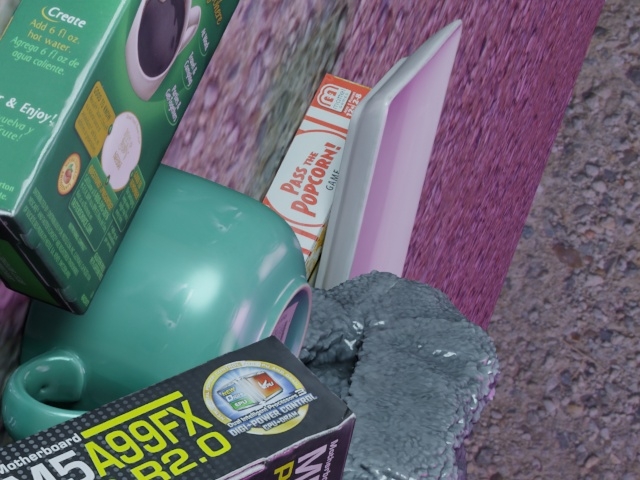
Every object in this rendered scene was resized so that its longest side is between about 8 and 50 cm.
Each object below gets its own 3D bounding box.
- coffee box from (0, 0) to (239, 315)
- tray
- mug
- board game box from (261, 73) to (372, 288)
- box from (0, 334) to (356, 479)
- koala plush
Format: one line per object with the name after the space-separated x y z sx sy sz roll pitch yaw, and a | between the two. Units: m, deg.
-0.079 -0.073 0.581 0.113 0.040 0.184 77 35 -69 | coffee box
0.029 -0.002 0.975 0.145 0.030 0.270 -52 158 -55 | tray
-0.068 0.048 0.688 0.129 0.097 0.158 86 27 -63 | mug
0.000 0.000 1.031 0.193 0.045 0.147 84 29 -64 | board game box
-0.104 0.189 0.632 0.216 0.060 0.270 -22 137 -36 | box
0.010 0.151 0.869 0.203 0.196 0.221 -44 142 -51 | koala plush
